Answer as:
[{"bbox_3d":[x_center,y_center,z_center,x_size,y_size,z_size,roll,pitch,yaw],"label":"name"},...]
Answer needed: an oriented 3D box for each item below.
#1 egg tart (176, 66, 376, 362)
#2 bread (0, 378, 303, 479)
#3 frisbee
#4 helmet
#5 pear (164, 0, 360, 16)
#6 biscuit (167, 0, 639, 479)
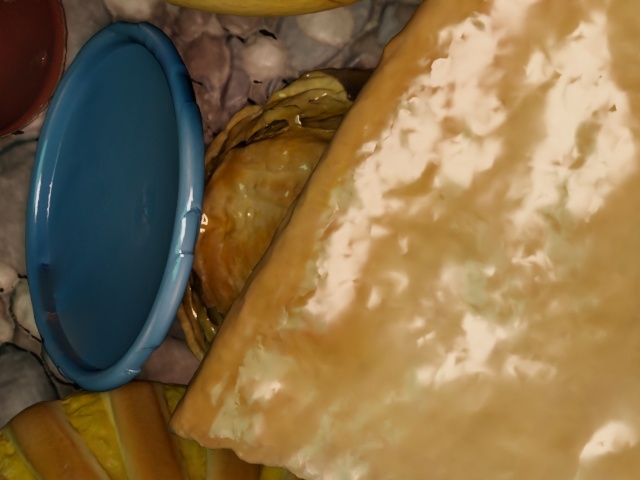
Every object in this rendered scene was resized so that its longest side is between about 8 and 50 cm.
[{"bbox_3d":[0.000,0.000,1.045,0.241,0.106,0.241,-6,77,28],"label":"egg tart"},{"bbox_3d":[-0.118,0.242,1.104,0.333,0.160,0.333,-2,106,-5],"label":"bread"},{"bbox_3d":[-0.128,-0.022,1.087,0.242,0.045,0.242,-12,75,55],"label":"frisbee"},{"bbox_3d":[-0.269,-0.145,1.131,0.155,0.106,0.175,-40,85,21],"label":"helmet"},{"bbox_3d":[-0.026,-0.285,0.896,0.348,0.348,0.348,4,104,17],"label":"pear"},{"bbox_3d":[0.206,0.021,0.949,0.429,0.104,0.446,30,97,-11],"label":"biscuit"}]
